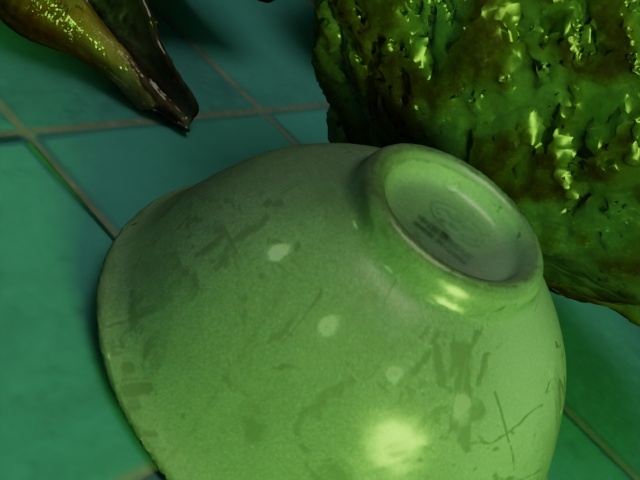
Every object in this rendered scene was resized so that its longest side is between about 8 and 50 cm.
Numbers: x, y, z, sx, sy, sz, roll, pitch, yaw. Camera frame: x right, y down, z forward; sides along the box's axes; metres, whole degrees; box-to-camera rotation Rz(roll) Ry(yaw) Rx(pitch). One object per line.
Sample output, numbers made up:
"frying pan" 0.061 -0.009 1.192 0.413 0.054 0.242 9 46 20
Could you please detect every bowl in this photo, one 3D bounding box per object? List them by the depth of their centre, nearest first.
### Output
"bowl" 0.042 0.032 0.603 0.313 0.146 0.313 23 36 -18

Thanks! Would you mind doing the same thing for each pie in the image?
"pie" 0.194 -0.068 0.688 0.418 0.395 0.180 25 61 30

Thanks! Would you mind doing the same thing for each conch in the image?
"conch" -0.187 -0.175 0.778 0.233 0.080 0.086 38 64 -27

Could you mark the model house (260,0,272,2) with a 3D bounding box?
"model house" -0.162 -0.314 0.898 0.234 0.174 0.193 24 22 35
